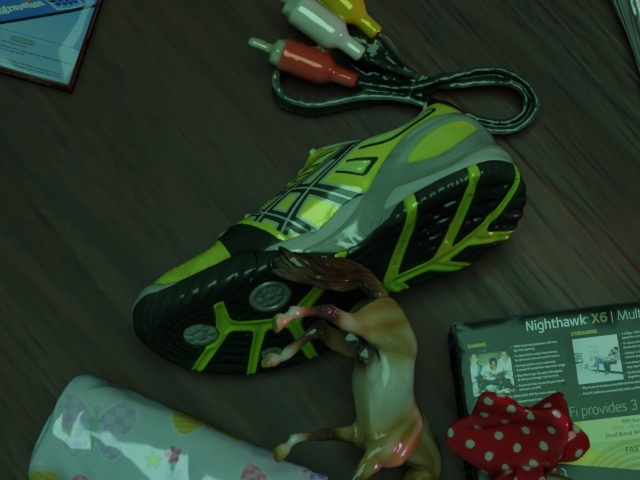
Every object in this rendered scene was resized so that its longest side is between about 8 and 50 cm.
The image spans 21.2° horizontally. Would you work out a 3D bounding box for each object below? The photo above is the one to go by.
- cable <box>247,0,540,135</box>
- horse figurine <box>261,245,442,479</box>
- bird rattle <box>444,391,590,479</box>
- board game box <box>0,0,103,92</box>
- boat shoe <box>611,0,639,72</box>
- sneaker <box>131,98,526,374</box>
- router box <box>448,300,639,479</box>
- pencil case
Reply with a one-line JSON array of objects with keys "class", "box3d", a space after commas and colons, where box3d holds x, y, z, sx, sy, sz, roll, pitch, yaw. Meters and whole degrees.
[{"class": "cable", "box3d": [0.066, -0.158, 1.657, 0.287, 0.072, 0.139, 27, 85, 7]}, {"class": "horse figurine", "box3d": [0.033, 0.126, 1.520, 0.174, 0.066, 0.263, -13, 98, -32]}, {"class": "bird rattle", "box3d": [0.191, 0.259, 1.457, 0.253, 0.143, 0.207, 39, 99, 11]}, {"class": "board game box", "box3d": [-0.361, -0.253, 1.712, 0.281, 0.027, 0.145, 16, 80, 5]}, {"class": "boat shoe", "box3d": [0.344, -0.177, 1.651, 0.083, 0.076, 0.226, -29, 79, -4]}, {"class": "sneaker", "box3d": [0.000, 0.000, 1.612, 0.385, 0.145, 0.147, -24, 46, 0]}, {"class": "router box", "box3d": [0.284, 0.181, 1.571, 0.309, 0.081, 0.243, -6, 78, 0]}, {"class": "pencil case", "box3d": [-0.129, 0.222, 1.558, 0.273, 0.113, 0.124, 22, 89, 6]}]
